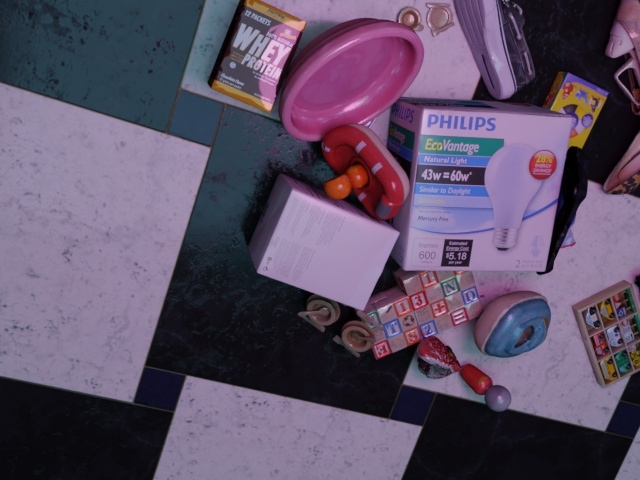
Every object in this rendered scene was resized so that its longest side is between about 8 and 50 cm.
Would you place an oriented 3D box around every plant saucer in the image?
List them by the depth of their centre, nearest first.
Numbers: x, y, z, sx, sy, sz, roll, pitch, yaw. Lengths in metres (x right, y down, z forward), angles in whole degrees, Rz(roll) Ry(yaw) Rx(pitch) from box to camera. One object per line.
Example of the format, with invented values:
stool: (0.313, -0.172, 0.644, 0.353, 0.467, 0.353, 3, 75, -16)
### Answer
plant saucer: (0.054, -0.341, 1.488, 0.332, 0.332, 0.084, -28, 69, -3)

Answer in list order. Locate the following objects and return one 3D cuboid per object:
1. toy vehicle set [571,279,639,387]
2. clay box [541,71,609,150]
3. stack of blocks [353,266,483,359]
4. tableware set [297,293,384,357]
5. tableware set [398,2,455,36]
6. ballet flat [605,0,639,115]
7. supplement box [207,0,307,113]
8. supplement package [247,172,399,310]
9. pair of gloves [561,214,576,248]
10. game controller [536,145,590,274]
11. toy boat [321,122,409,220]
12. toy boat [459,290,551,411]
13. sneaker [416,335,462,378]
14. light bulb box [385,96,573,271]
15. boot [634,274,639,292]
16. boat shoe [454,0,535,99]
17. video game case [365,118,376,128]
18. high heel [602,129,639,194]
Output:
toy vehicle set: (0.804, 0.258, 1.957, 0.165, 0.035, 0.267, -27, 110, -4)
clay box: (0.593, -0.283, 1.743, 0.127, 0.053, 0.222, 19, 101, -16)
stack of blocks: (0.236, 0.152, 1.778, 0.297, 0.087, 0.171, -23, 109, -4)
tableware set: (0.045, 0.203, 1.719, 0.194, 0.039, 0.128, 37, 126, 1)
tableware set: (0.231, -0.541, 1.607, 0.141, 0.020, 0.169, -12, 108, -8)
ballet flat: (0.748, -0.438, 1.708, 0.106, 0.107, 0.316, -25, 110, 10)
supplement box: (-0.137, -0.386, 1.484, 0.129, 0.191, 0.194, 21, 100, -16)
supplement package: (0.000, 0.000, 1.624, 0.262, 0.198, 0.199, 21, 100, -17)
pair of gloves: (0.571, -0.034, 1.829, 0.198, 0.023, 0.159, -19, 109, -7)
game controller: (0.551, -0.062, 1.658, 0.067, 0.167, 0.319, 16, 141, 12)
toy boat: (0.072, -0.137, 1.538, 0.151, 0.151, 0.231, -27, 70, -25)
toy boat: (0.478, 0.276, 1.809, 0.267, 0.148, 0.318, -2, 123, -45)
sneaker: (0.285, 0.308, 1.791, 0.092, 0.088, 0.225, -33, 148, 10)
light bulb box: (0.341, -0.133, 1.643, 0.357, 0.225, 0.361, 0, 107, -13)
boot: (0.979, 0.145, 1.928, 0.207, 0.094, 0.246, -36, 103, -4)
boat shoe: (0.399, -0.490, 1.620, 0.119, 0.121, 0.335, -30, 121, -10)
video game case: (0.061, -0.326, 1.634, 0.173, 0.022, 0.190, 31, 98, -18)
high heel: (0.776, -0.220, 1.736, 0.186, 0.093, 0.261, -30, 142, -7)
